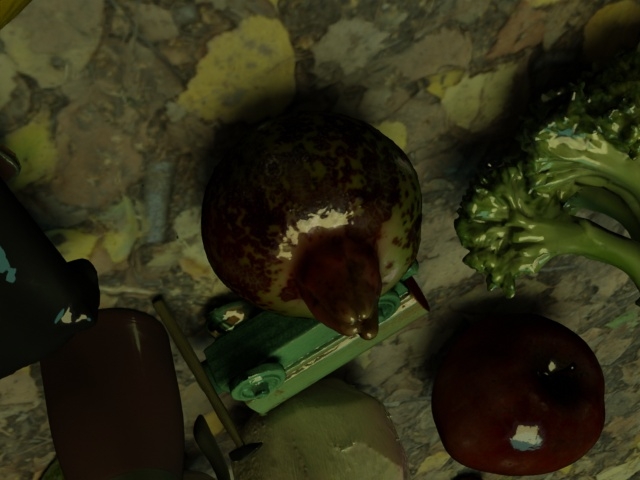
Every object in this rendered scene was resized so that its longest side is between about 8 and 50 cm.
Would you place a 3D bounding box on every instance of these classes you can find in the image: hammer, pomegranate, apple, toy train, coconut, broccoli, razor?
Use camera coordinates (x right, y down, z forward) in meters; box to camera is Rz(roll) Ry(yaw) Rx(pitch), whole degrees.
[{"bbox_3d":[-0.127,0.150,0.961,0.013,0.199,0.062,-29,178,-40],"label":"hammer"},{"bbox_3d":[0.000,0.000,0.806,0.214,0.248,0.214,-8,131,-9],"label":"pomegranate"},{"bbox_3d":[0.257,0.205,1.156,0.233,0.234,0.234,-13,136,-12],"label":"apple"},{"bbox_3d":[-0.003,0.101,1.019,0.285,0.116,0.177,-34,149,9],"label":"toy train"},{"bbox_3d":[0.008,0.306,1.112,0.227,0.230,0.227,-19,149,-12],"label":"coconut"},{"bbox_3d":[0.392,-0.019,0.875,0.274,0.397,0.353,-7,137,-54],"label":"broccoli"},{"bbox_3d":[-0.329,-0.001,0.696,0.204,0.114,0.349,-20,138,5],"label":"razor"}]

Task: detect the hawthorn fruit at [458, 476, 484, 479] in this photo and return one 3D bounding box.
[{"bbox_3d":[0.257,0.434,1.487,0.077,0.077,0.077,-13,136,-12],"label":"hawthorn fruit"}]

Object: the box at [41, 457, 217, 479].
[{"bbox_3d":[-0.221,0.369,1.116,0.206,0.262,0.291,10,120,-47],"label":"box"}]

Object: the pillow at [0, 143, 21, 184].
[{"bbox_3d":[-0.369,-0.086,0.706,0.126,0.043,0.232,-37,136,18],"label":"pillow"}]

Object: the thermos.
[{"bbox_3d":[-0.193,0.215,0.923,0.176,0.265,0.146,-1,133,-25],"label":"thermos"}]

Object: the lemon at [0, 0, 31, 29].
[{"bbox_3d":[-0.278,-0.204,0.418,0.335,0.336,0.336,-13,136,-12],"label":"lemon"}]
